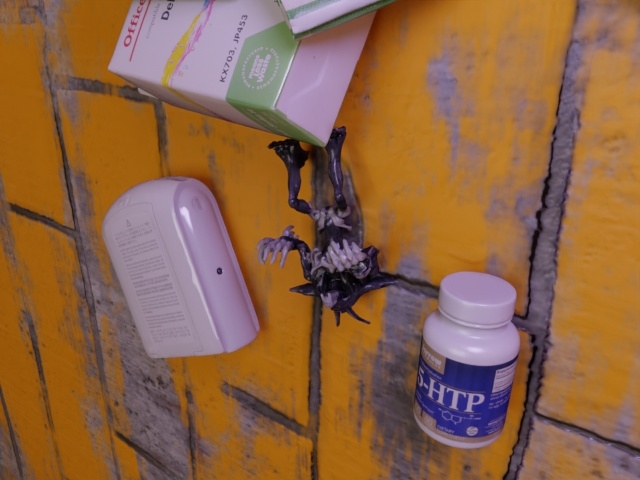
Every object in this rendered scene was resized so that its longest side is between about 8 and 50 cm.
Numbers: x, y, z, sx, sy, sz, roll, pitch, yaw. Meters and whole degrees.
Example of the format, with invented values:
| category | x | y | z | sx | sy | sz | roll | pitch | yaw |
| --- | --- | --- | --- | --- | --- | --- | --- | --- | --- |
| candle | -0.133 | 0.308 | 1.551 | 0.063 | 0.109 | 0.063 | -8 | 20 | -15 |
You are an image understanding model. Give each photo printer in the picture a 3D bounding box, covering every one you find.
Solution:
| category | x | y | z | sx | sy | sz | roll | pitch | yaw |
| --- | --- | --- | --- | --- | --- | --- | --- | --- | --- |
| photo printer | -0.254 | 0.047 | 0.994 | 0.256 | 0.107 | 0.307 | -14 | 97 | 42 |

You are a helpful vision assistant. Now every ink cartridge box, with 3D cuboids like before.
| category | x | y | z | sx | sy | sz | roll | pitch | yaw |
| --- | --- | --- | --- | --- | --- | --- | --- | --- | --- |
| ink cartridge box | -0.125 | -0.264 | 0.707 | 0.353 | 0.119 | 0.207 | 20 | 90 | 32 |

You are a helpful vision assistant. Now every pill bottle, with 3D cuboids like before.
| category | x | y | z | sx | sy | sz | roll | pitch | yaw |
| --- | --- | --- | --- | --- | --- | --- | --- | --- | --- |
| pill bottle | 0.173 | 0.138 | 0.677 | 0.112 | 0.112 | 0.186 | 18 | 117 | 34 |

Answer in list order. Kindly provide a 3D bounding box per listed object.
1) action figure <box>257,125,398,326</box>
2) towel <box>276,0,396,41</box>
| category | x | y | z | sx | sy | sz | roll | pitch | yaw |
| --- | --- | --- | --- | --- | --- | --- | --- | --- | --- |
| action figure | 0.000 | 0.000 | 0.748 | 0.164 | 0.141 | 0.275 | -7 | 102 | 29 |
| towel | 0.013 | -0.382 | 0.550 | 0.038 | 0.248 | 0.325 | 160 | 86 | -84 |
